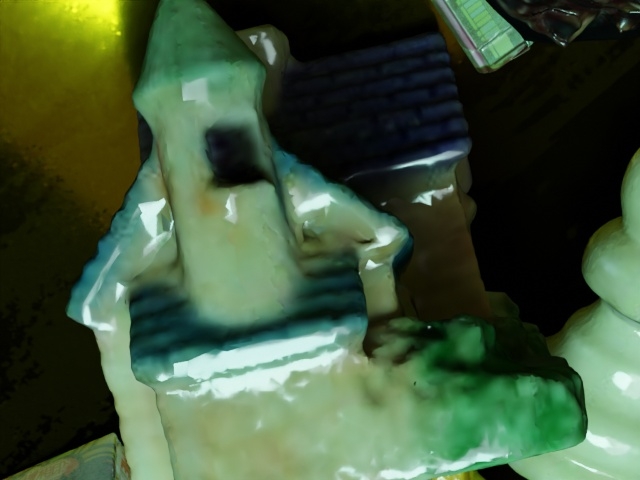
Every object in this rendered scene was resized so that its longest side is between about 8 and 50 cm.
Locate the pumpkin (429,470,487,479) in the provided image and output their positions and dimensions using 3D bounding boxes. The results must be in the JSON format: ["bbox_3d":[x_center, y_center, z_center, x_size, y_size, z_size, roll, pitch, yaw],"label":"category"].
[{"bbox_3d":[0.047,0.226,1.091,0.254,0.149,0.130,-26,76,15],"label":"pumpkin"}]

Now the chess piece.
[{"bbox_3d":[0.220,0.042,0.967,0.144,0.144,0.251,14,113,-13],"label":"chess piece"}]

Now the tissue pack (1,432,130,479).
[{"bbox_3d":[-0.181,0.213,1.017,0.108,0.148,0.060,-22,121,8],"label":"tissue pack"}]

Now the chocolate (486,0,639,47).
[{"bbox_3d":[0.178,-0.194,0.771,0.206,0.177,0.224,-5,113,-15],"label":"chocolate"}]

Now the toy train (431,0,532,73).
[{"bbox_3d":[0.089,-0.172,0.881,0.071,0.038,0.148,-31,117,12],"label":"toy train"}]

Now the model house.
[{"bbox_3d":[0.000,0.000,0.830,0.245,0.312,0.280,-13,83,6],"label":"model house"}]
